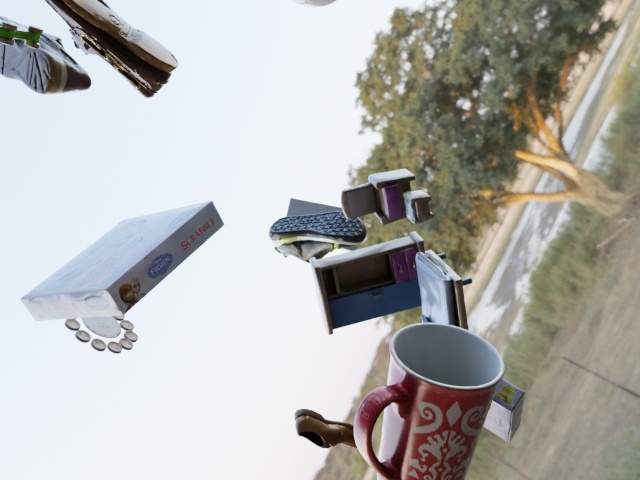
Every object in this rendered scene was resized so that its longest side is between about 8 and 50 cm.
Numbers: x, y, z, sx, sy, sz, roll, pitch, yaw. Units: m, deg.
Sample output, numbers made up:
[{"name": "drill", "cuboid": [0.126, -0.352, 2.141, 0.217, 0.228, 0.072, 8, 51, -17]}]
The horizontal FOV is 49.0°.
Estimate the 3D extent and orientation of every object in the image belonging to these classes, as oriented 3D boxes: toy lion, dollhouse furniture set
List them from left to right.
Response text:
[{"name": "toy lion", "cuboid": [-0.495, -0.332, 1.100, 0.100, 0.096, 0.034, -38, -32, -72]}, {"name": "dollhouse furniture set", "cuboid": [0.110, 0.078, 1.109, 0.303, 0.198, 0.286, -122, 18, -66]}]

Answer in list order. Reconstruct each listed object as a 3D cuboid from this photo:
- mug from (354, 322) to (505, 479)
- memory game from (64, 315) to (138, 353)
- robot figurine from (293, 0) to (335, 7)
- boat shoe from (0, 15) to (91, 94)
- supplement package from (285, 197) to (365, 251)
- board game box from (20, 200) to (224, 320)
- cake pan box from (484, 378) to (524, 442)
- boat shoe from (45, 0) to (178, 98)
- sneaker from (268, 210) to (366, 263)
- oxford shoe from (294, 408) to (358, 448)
[{"name": "mug", "cuboid": [0.097, 0.185, 0.723, 0.113, 0.150, 0.169, -107, 21, -62]}, {"name": "memory game", "cuboid": [-0.516, 0.200, 1.645, 0.012, 0.186, 0.186, -55, -6, 19]}, {"name": "robot figurine", "cuboid": [-0.024, -0.659, 1.567, 0.209, 0.173, 0.278, 103, 161, -69]}, {"name": "boat shoe", "cuboid": [-0.637, -0.415, 1.590, 0.123, 0.342, 0.123, -7, -59, -49]}, {"name": "supplement package", "cuboid": [0.007, -0.039, 1.812, 0.105, 0.179, 0.105, 16, -93, -68]}, {"name": "board game box", "cuboid": [-0.409, 0.043, 1.459, 0.319, 0.318, 0.066, -47, -61, -42]}, {"name": "cake pan box", "cuboid": [0.391, 0.389, 1.781, 0.070, 0.245, 0.267, -48, -31, -18]}, {"name": "boat shoe", "cuboid": [-0.292, -0.271, 0.931, 0.073, 0.207, 0.073, -42, 20, 27]}, {"name": "sneaker", "cuboid": [0.000, 0.000, 1.462, 0.084, 0.234, 0.097, -53, -47, -40]}, {"name": "oxford shoe", "cuboid": [0.025, 0.497, 1.772, 0.076, 0.212, 0.076, -53, 24, 36]}]
